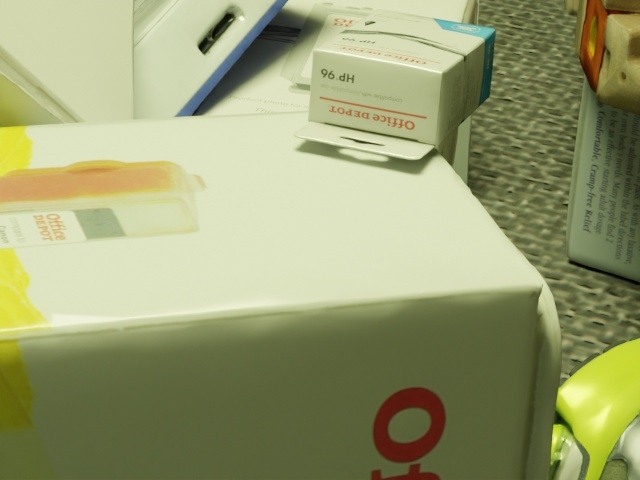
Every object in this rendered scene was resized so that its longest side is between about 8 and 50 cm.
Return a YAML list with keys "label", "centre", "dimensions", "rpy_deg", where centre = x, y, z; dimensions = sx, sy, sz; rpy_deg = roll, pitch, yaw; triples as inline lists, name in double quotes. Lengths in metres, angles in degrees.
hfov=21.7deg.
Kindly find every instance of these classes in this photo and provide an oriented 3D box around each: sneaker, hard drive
- label: "sneaker"
  centre: [0.235, 0.086, 0.849]
  dimensions: [0.300, 0.111, 0.121]
  rpy_deg: [-30, 49, -32]
- label: "hard drive"
  centre: [-0.145, -0.052, 0.871]
  dimensions: [0.318, 0.040, 0.210]
  rpy_deg: [-25, 22, 47]

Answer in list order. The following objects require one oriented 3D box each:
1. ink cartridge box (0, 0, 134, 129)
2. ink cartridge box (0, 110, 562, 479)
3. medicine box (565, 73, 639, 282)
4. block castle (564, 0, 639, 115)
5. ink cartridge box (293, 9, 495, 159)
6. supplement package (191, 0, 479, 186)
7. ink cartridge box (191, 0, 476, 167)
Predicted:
- label: "ink cartridge box"
  centre: [-0.211, -0.055, 0.666]
  dimensions: [0.232, 0.168, 0.171]
  rpy_deg: [-37, 33, 20]
- label: "ink cartridge box"
  centre: [-0.136, 0.116, 0.568]
  dimensions: [0.384, 0.279, 0.160]
  rpy_deg: [-4, 28, -14]
- label: "medicine box"
  centre: [0.345, -0.062, 1.066]
  dimensions: [0.289, 0.149, 0.263]
  rpy_deg: [17, 32, 27]
- label: "block castle"
  centre: [0.305, -0.216, 0.969]
  dimensions: [0.303, 0.213, 0.453]
  rpy_deg: [2, 29, 0]
- label: "ink cartridge box"
  centre: [0.027, -0.056, 0.586]
  dimensions: [0.048, 0.028, 0.083]
  rpy_deg: [12, 24, 18]
- label: "supplement package"
  centre: [-0.021, -0.124, 1.148]
  dimensions: [0.203, 0.149, 0.194]
  rpy_deg: [-7, 30, -15]
- label: "ink cartridge box"
  centre: [0.000, 0.000, 0.862]
  dimensions: [0.117, 0.207, 0.283]
  rpy_deg: [10, 29, 6]
